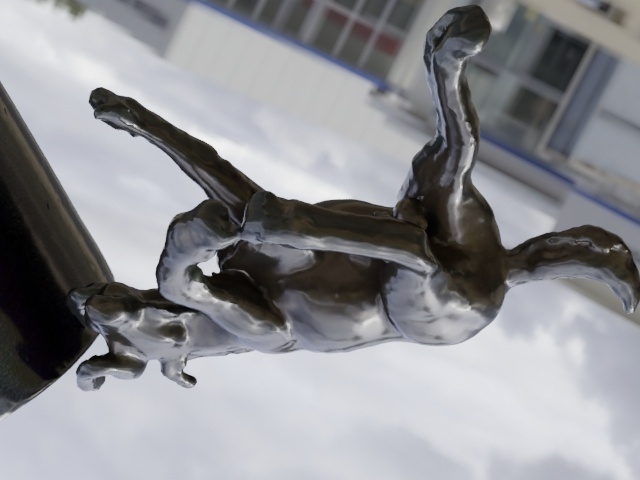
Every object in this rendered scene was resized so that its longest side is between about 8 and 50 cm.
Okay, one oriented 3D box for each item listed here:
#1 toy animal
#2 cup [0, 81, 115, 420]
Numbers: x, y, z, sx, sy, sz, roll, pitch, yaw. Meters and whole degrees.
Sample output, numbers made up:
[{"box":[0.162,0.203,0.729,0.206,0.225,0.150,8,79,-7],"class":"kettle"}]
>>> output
[{"box":[0.000,0.000,0.689,0.233,0.084,0.148,-11,147,14],"class":"toy animal"},{"box":[-0.187,-0.007,0.725,0.239,0.166,0.177,-123,10,-64],"class":"cup"}]
